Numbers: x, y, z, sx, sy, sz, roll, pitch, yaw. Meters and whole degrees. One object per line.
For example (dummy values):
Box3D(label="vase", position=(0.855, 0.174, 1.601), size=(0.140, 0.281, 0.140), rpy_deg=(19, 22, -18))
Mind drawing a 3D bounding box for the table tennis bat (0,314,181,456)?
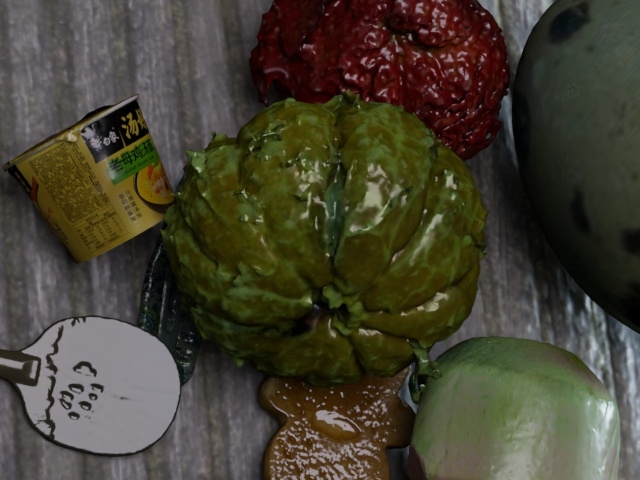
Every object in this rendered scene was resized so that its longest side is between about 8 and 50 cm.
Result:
Box3D(label="table tennis bat", position=(-0.247, 0.129, 1.649), size=(0.234, 0.022, 0.131), rpy_deg=(15, 83, -13))

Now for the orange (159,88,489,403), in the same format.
Box3D(label="orange", position=(0.000, 0.000, 1.628), size=(0.301, 0.300, 0.223), rpy_deg=(1, 36, -5))

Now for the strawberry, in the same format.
Box3D(label="strawberry", position=(0.069, -0.196, 1.749), size=(0.274, 0.220, 0.274), rpy_deg=(6, 70, -16))

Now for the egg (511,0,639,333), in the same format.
Box3D(label="egg", position=(0.376, -0.081, 1.759), size=(0.428, 0.345, 0.345), rpy_deg=(44, 66, 6))

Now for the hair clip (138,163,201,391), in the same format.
Box3D(label="hair clip", position=(-0.139, 0.034, 1.708), size=(0.066, 0.036, 0.229), rpy_deg=(10, 83, -10))

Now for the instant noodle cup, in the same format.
Box3D(label="instant noodle cup", position=(-0.210, -0.057, 1.659), size=(0.151, 0.151, 0.122), rpy_deg=(-34, 98, -24))

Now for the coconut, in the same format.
Box3D(label="coconut", position=(0.188, 0.216, 1.689), size=(0.205, 0.236, 0.235), rpy_deg=(6, 70, 15))

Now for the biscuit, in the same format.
Box3D(label="biscuit", position=(0.014, 0.192, 1.719), size=(0.166, 0.036, 0.225), rpy_deg=(15, 66, -12))
